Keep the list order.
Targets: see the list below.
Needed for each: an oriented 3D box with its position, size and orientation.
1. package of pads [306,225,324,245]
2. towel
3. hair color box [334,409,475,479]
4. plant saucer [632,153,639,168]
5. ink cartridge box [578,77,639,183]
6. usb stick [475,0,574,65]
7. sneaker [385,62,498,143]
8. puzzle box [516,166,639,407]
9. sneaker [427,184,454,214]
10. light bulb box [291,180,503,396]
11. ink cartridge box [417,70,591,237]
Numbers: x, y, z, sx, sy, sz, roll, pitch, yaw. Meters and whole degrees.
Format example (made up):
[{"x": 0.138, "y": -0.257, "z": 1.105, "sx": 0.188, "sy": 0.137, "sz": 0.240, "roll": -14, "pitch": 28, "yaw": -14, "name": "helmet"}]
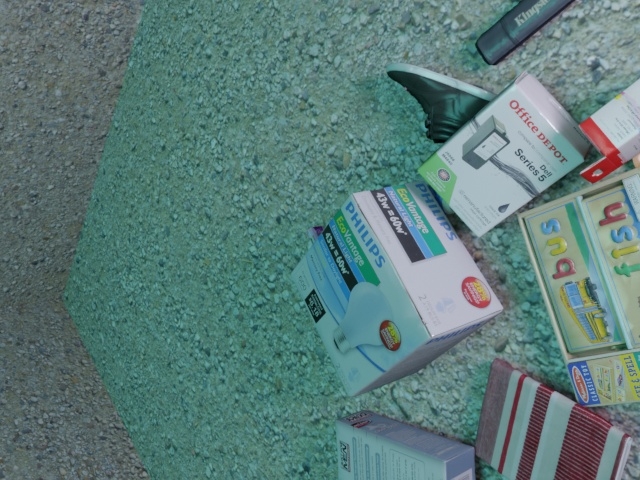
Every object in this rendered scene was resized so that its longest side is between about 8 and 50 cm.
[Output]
[{"x": 0.000, "y": 0.000, "z": 1.707, "sx": 0.032, "sy": 0.050, "sz": 0.083, "roll": -46, "pitch": 62, "yaw": 44, "name": "package of pads"}, {"x": 0.459, "y": 0.416, "z": 1.237, "sx": 0.329, "sy": 0.037, "sz": 0.237, "roll": 27, "pitch": 114, "yaw": 55, "name": "towel"}, {"x": 0.199, "y": 0.562, "z": 1.489, "sx": 0.374, "sy": 0.113, "sz": 0.186, "roll": 1, "pitch": 96, "yaw": 50, "name": "hair color box"}, {"x": 0.609, "y": -0.155, "z": 1.089, "sx": 0.083, "sy": 0.015, "sz": 0.084, "roll": 7, "pitch": 100, "yaw": 45, "name": "plant saucer"}, {"x": 0.538, "y": -0.203, "z": 1.040, "sx": 0.231, "sy": 0.134, "sz": 0.078, "roll": -40, "pitch": 66, "yaw": 25, "name": "ink cartridge box"}, {"x": 0.434, "y": -0.464, "z": 1.218, "sx": 0.278, "sy": 0.045, "sz": 0.077, "roll": -37, "pitch": 67, "yaw": 41, "name": "usb stick"}, {"x": 0.247, "y": -0.309, "z": 1.382, "sx": 0.295, "sy": 0.104, "sz": 0.147, "roll": 32, "pitch": 111, "yaw": 35, "name": "sneaker"}, {"x": 0.553, "y": 0.096, "z": 1.135, "sx": 0.272, "sy": 0.052, "sz": 0.409, "roll": -27, "pitch": 75, "yaw": 48, "name": "puzzle box"}, {"x": 0.265, "y": -0.133, "z": 1.415, "sx": 0.084, "sy": 0.058, "sz": 0.152, "roll": -7, "pitch": 96, "yaw": 38, "name": "sneaker"}, {"x": 0.154, "y": 0.115, "z": 1.396, "sx": 0.358, "sy": 0.225, "sz": 0.361, "roll": 62, "pitch": 143, "yaw": 21, "name": "light bulb box"}, {"x": 0.367, "y": -0.170, "z": 1.221, "sx": 0.198, "sy": 0.115, "sz": 0.273, "roll": 47, "pitch": 129, "yaw": 1, "name": "ink cartridge box"}]
